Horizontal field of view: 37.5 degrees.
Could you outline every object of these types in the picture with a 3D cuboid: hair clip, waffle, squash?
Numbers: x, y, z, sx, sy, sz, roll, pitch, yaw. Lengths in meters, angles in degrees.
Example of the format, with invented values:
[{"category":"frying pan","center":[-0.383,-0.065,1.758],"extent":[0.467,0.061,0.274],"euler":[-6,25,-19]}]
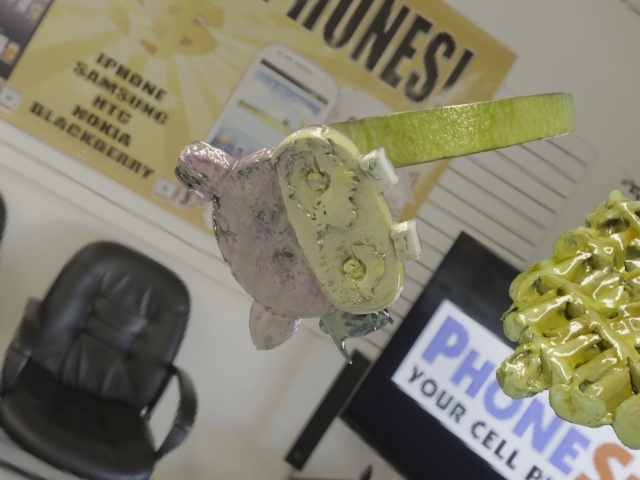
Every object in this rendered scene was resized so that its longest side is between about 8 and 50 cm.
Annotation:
[{"category":"hair clip","center":[-0.002,0.005,0.644],"extent":[0.187,0.146,0.056],"euler":[62,28,-26]},{"category":"waffle","center":[0.299,0.056,0.722],"extent":[0.317,0.073,0.297],"euler":[16,38,30]},{"category":"squash","center":[0.106,-0.095,0.863],"extent":[0.252,0.049,0.252],"euler":[-9,4,1]}]
